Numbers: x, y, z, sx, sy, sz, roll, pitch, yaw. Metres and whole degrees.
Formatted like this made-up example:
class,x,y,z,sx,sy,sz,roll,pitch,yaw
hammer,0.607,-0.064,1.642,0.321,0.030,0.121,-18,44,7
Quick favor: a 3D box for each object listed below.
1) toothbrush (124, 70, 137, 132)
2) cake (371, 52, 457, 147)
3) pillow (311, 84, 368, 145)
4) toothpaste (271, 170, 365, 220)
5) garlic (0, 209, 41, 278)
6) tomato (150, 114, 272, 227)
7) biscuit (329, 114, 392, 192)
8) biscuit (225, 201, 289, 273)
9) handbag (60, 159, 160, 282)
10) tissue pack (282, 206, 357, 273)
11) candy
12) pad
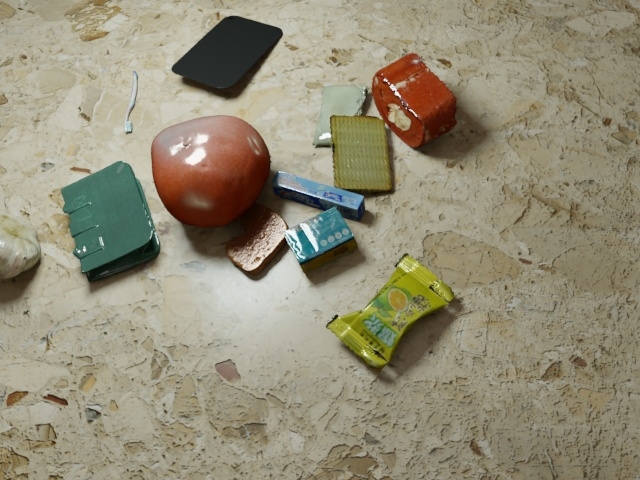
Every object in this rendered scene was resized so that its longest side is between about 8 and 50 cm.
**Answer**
class,x,y,z,sx,sy,sz,roll,pitch,yaw
toothbrush,-0.634,-0.468,2.071,0.027,0.021,0.269,0,61,-6
cake,0.270,-0.403,1.807,0.151,0.177,0.283,-33,67,-10
pillow,0.062,-0.387,1.903,0.148,0.050,0.229,3,62,16
toothpaste,-0.007,-0.127,1.758,0.272,0.066,0.053,19,66,18
garlic,-0.927,0.040,1.764,0.212,0.219,0.218,-46,60,17
tomato,-0.309,-0.208,1.721,0.342,0.272,0.341,-13,53,18
biscuit,0.114,-0.254,1.803,0.172,0.029,0.254,1,67,-8
biscuit,-0.191,-0.011,1.741,0.186,0.036,0.192,32,71,26
handbag,-0.617,-0.059,1.806,0.239,0.089,0.326,-23,62,-4
tissue pack,0.000,0.000,1.678,0.169,0.082,0.120,-26,62,-6
candy,0.180,0.174,1.555,0.297,0.081,0.187,-43,66,-15
pad,-0.282,-0.617,2.098,0.315,0.063,0.375,22,57,20
